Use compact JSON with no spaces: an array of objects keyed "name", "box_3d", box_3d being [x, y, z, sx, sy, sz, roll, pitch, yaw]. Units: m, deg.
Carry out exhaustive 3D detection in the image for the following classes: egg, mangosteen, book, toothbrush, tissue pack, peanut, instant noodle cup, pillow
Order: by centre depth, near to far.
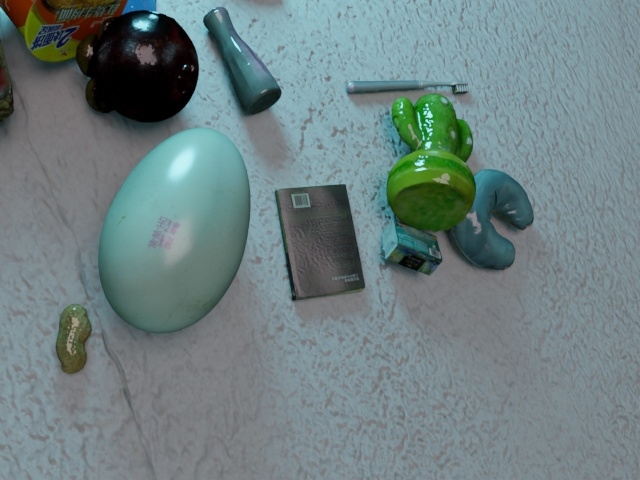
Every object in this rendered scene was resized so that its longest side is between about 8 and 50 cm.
[{"name":"peanut","box_3d":[-0.404,0.160,0.939,0.053,0.054,0.113,5,77,-22]},{"name":"egg","box_3d":[-0.234,-0.027,0.961,0.229,0.230,0.371,21,64,-17]},{"name":"instant noodle cup","box_3d":[-0.460,-0.440,0.963,0.174,0.213,0.213,46,64,1]},{"name":"mangosteen","box_3d":[-0.318,-0.310,1.024,0.209,0.210,0.210,6,74,-22]},{"name":"book","box_3d":[0.000,0.000,1.169,0.160,0.024,0.229,-6,79,-24]},{"name":"tissue pack","box_3d":[0.188,0.022,1.220,0.110,0.079,0.085,20,38,-18]},{"name":"pillow","box_3d":[0.396,-0.049,1.322,0.214,0.086,0.233,37,67,-16]},{"name":"toothbrush","box_3d":[0.212,-0.363,1.356,0.342,0.025,0.030,-6,81,-25]}]

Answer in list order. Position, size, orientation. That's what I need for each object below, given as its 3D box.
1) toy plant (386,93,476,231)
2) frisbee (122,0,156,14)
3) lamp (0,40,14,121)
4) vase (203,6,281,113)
[{"name":"toy plant","box_3d":[0.242,-0.193,1.265,0.224,0.184,0.316,27,52,-20]},{"name":"frisbee","box_3d":[-0.435,-0.478,1.096,0.242,0.045,0.242,6,75,-23]},{"name":"lamp","box_3d":[-0.592,-0.299,0.912,0.177,0.177,0.274,-13,81,-26]},{"name":"vase","box_3d":[-0.165,-0.369,1.167,0.086,0.086,0.214,-27,83,-27]}]
